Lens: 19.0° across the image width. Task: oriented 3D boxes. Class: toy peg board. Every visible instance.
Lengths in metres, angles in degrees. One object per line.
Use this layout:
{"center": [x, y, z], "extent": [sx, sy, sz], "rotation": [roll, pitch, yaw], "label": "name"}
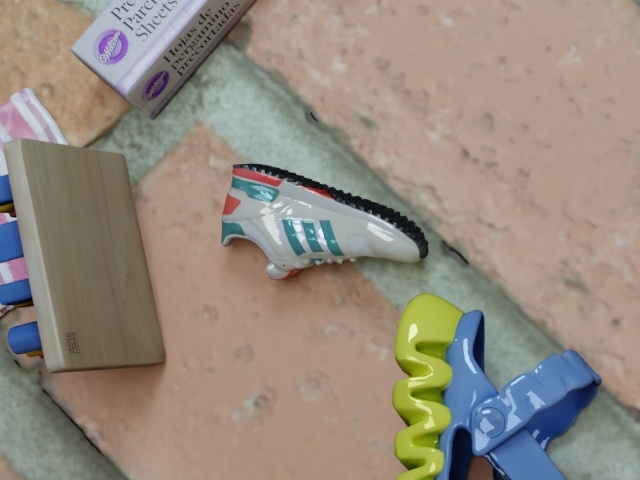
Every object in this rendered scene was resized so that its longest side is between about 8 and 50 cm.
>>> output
{"center": [-0.193, 0.019, 1.365], "extent": [0.079, 0.160, 0.161], "rotation": [-15, 83, 20], "label": "toy peg board"}

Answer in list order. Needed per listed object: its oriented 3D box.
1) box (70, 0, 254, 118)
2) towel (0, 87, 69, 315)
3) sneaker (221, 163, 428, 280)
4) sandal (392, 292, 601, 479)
{"center": [-0.055, -0.239, 1.452], "extent": [0.067, 0.063, 0.324], "rotation": [41, 89, 21], "label": "box"}
{"center": [-0.269, -0.010, 1.470], "extent": [0.197, 0.029, 0.144], "rotation": [-35, 72, 4], "label": "towel"}
{"center": [0.000, 0.000, 1.391], "extent": [0.161, 0.057, 0.075], "rotation": [21, 99, 17], "label": "sneaker"}
{"center": [0.119, 0.189, 1.275], "extent": [0.138, 0.126, 0.317], "rotation": [-1, 78, 10], "label": "sandal"}
